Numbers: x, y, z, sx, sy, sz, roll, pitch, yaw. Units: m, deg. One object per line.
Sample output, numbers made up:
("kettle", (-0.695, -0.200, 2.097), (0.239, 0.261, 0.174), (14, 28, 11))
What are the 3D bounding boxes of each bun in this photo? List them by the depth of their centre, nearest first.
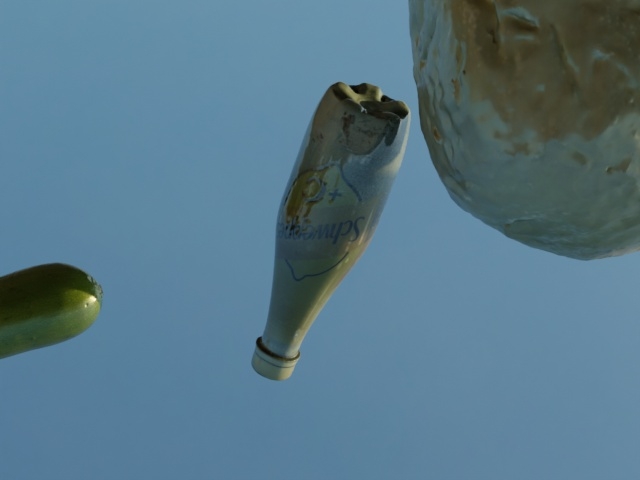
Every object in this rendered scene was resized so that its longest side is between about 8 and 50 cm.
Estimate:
("bun", (0.229, -0.165, 1.384), (0.352, 0.349, 0.227), (-42, -171, -23))

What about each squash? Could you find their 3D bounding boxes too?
("squash", (-0.272, 0.067, 1.462), (0.201, 0.066, 0.066), (-16, -148, -5))

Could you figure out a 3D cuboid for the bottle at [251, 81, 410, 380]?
("bottle", (0.000, 0.000, 1.513), (0.083, 0.270, 0.083), (15, -155, -8))
